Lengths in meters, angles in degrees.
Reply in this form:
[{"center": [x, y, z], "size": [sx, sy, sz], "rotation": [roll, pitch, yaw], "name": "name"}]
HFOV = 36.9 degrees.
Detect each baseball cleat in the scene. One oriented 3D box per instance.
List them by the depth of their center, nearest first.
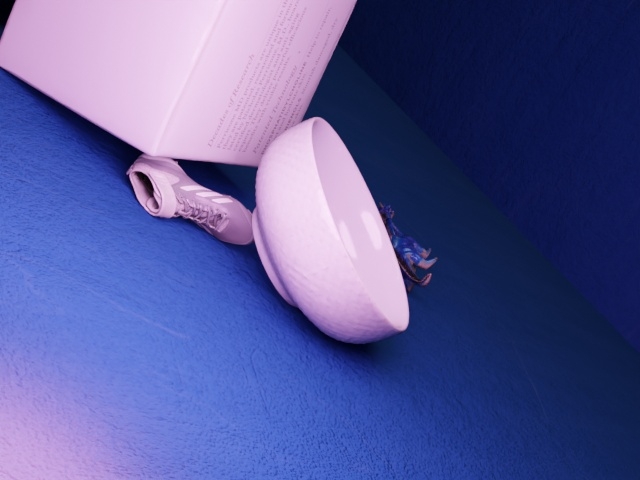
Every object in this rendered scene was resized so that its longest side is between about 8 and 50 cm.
[{"center": [-0.185, -0.043, 1.363], "size": [0.206, 0.072, 0.109], "rotation": [33, 31, -4], "name": "baseball cleat"}]

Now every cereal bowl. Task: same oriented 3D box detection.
[{"center": [0.000, 0.000, 1.388], "size": [0.339, 0.141, 0.339], "rotation": [58, 17, -29], "name": "cereal bowl"}]

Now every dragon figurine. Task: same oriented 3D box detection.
[{"center": [0.138, 0.017, 1.821], "size": [0.144, 0.085, 0.289], "rotation": [36, 16, -9], "name": "dragon figurine"}]

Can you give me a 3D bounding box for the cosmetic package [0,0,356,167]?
[{"center": [-0.208, -0.331, 1.484], "size": [0.329, 0.327, 0.394], "rotation": [31, 13, 20], "name": "cosmetic package"}]
